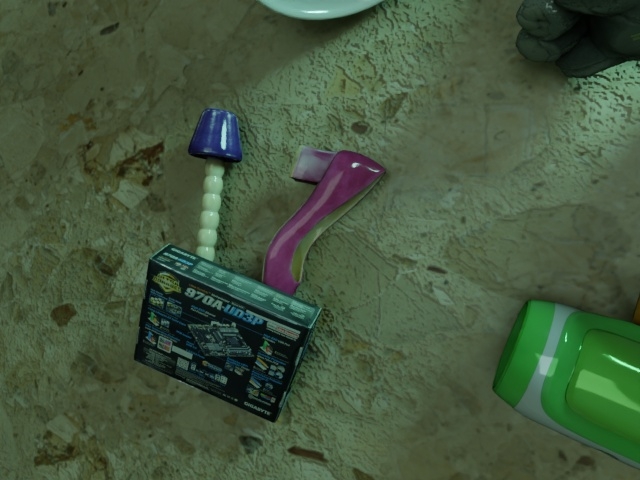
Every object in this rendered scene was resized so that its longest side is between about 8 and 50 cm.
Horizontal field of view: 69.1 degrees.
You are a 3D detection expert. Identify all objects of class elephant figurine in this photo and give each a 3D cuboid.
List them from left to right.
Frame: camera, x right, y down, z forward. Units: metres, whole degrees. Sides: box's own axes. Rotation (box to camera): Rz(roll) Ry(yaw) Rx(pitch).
[{"bbox_3d":[0.301,-0.305,0.466,0.186,0.169,0.239,22,80,-8],"label":"elephant figurine"}]

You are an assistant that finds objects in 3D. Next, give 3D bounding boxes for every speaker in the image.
[{"bbox_3d":[0.333,0.164,0.449,0.296,0.131,0.131,22,97,20],"label":"speaker"}]

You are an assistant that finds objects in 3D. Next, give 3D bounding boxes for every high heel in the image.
[{"bbox_3d":[0.000,0.000,0.614,0.117,0.082,0.244,16,90,11],"label":"high heel"}]

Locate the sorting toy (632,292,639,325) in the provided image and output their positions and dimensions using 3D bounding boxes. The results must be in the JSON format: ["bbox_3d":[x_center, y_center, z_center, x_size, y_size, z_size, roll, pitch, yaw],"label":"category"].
[{"bbox_3d":[0.472,0.079,0.394,0.347,0.196,0.047,18,54,20],"label":"sorting toy"}]

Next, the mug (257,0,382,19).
[{"bbox_3d":[0.031,-0.491,0.527,0.374,0.276,0.328,-16,74,-10],"label":"mug"}]

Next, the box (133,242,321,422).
[{"bbox_3d":[-0.129,0.125,0.611,0.220,0.051,0.175,22,118,6],"label":"box"}]

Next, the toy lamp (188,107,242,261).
[{"bbox_3d":[-0.159,-0.047,0.667,0.080,0.080,0.275,6,90,21],"label":"toy lamp"}]
